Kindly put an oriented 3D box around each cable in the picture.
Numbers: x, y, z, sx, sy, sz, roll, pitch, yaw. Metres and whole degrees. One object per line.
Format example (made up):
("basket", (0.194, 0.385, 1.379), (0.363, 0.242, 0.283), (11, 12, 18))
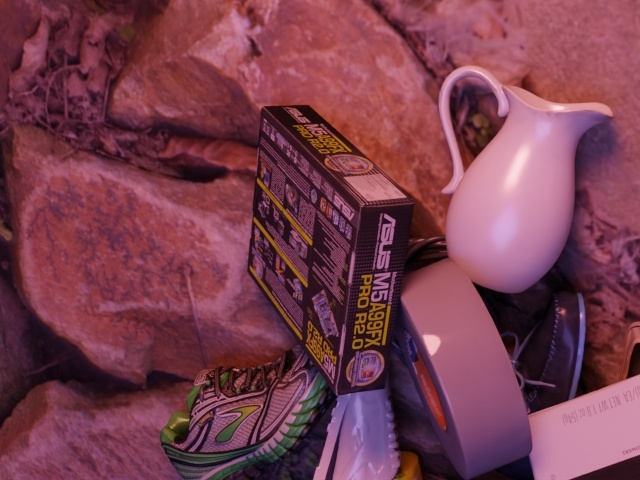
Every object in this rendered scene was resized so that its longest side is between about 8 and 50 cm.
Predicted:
("cable", (0.136, 0.078, 1.219), (0.150, 0.047, 0.184), (-11, 108, 19))

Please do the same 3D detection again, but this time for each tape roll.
("tape roll", (0.139, 0.132, 1.087), (0.072, 0.219, 0.219), (-20, 107, -4))

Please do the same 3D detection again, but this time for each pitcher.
("pitcher", (0.185, -0.066, 1.094), (0.177, 0.125, 0.207), (25, 109, 22))

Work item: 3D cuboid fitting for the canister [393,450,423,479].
("canister", (0.084, 0.358, 1.344), (0.126, 0.073, 0.170), (-6, 109, 23))

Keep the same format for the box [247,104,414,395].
("box", (0.000, 0.000, 1.121), (0.060, 0.270, 0.216), (-6, 118, -23))

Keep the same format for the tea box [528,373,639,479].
("tea box", (0.417, 0.284, 1.009), (0.329, 0.220, 0.324), (-30, 55, 29))

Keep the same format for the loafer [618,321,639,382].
("loafer", (0.352, 0.153, 1.165), (0.045, 0.039, 0.125), (1, 113, 20))

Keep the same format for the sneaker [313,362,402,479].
("sneaker", (0.058, 0.233, 1.262), (0.094, 0.090, 0.235), (14, 91, 15))

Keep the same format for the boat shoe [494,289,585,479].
("boat shoe", (0.234, 0.172, 1.180), (0.089, 0.109, 0.258), (11, 114, 5))

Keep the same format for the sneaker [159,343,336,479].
("sneaker", (-0.089, 0.207, 1.307), (0.146, 0.134, 0.343), (45, 121, -2))
